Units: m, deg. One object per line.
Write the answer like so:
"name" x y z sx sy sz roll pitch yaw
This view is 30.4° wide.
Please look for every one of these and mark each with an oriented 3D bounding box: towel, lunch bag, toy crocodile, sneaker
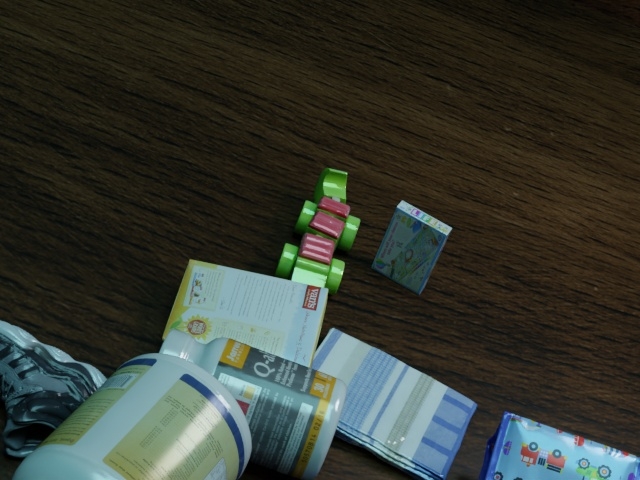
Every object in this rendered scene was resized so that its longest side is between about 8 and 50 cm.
"towel" 0.098 0.266 1.907 0.285 0.034 0.209 27 40 7
"lunch bag" 0.325 0.434 1.721 0.221 0.138 0.293 18 60 6
"toy crocodile" 0.000 0.000 2.109 0.115 0.105 0.340 20 40 0
"sneaker" -0.440 0.214 1.682 0.269 0.101 0.153 24 37 0

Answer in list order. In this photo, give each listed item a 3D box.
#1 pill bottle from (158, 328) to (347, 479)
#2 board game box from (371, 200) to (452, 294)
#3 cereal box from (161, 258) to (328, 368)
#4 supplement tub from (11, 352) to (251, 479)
"pill bottle" -0.113 0.238 1.750 0.279 0.162 0.162 20 40 -1
"board game box" 0.163 0.014 2.123 0.103 0.154 0.026 30 41 10
"cereal box" -0.119 0.130 1.912 0.240 0.047 0.173 13 49 3
"supplement tub" -0.259 0.319 1.545 0.228 0.228 0.316 31 41 12
